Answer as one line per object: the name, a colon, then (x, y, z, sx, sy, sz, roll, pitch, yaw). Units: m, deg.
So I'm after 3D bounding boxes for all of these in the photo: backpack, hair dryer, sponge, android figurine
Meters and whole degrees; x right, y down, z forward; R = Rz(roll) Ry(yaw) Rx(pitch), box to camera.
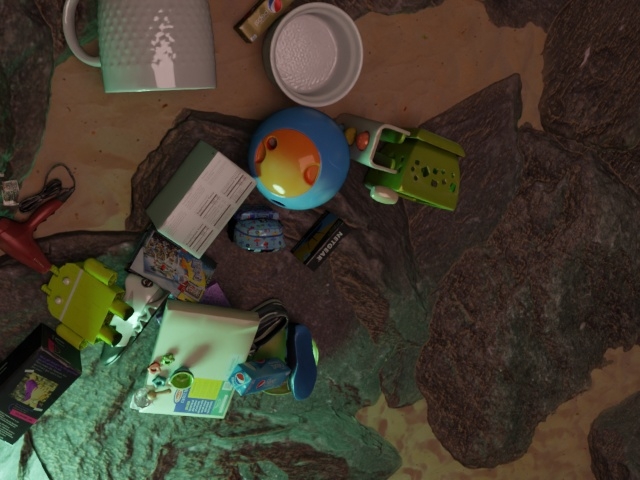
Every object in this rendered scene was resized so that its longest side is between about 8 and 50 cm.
backpack: (-0.181, -0.031, 1.886, 0.158, 0.173, 0.117, 0, 107, -23)
hair dryer: (-0.750, -0.048, 1.682, 0.223, 0.080, 0.294, -5, 109, -23)
sponge: (-0.380, 0.222, 1.962, 0.210, 0.031, 0.117, -31, 117, -12)
android figurine: (-0.635, 0.165, 1.737, 0.273, 0.056, 0.248, 32, 104, 12)

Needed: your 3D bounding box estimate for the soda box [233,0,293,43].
soda box: (-0.152, -0.625, 1.765, 0.181, 0.061, 0.058, -46, 118, -3)

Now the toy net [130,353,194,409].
toy net: (-0.482, 0.430, 1.879, 0.232, 0.045, 0.122, -39, 123, 13)

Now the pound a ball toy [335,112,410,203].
pound a ball toy: (0.124, -0.247, 1.866, 0.135, 0.319, 0.208, 13, 101, -27)

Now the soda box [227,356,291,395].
soda box: (-0.183, 0.412, 1.969, 0.067, 0.071, 0.210, -58, 152, 14)

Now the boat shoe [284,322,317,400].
boat shoe: (-0.065, 0.385, 2.086, 0.109, 0.089, 0.258, -4, 104, -33)

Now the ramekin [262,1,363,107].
ramekin: (-0.030, -0.522, 1.812, 0.277, 0.135, 0.277, -7, 110, -21)

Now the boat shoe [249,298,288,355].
boat shoe: (-0.235, 0.306, 2.015, 0.319, 0.099, 0.116, -36, 121, -8)

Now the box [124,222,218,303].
box: (-0.423, 0.075, 1.847, 0.233, 0.044, 0.159, 38, 58, -29)

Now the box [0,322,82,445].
box: (-0.800, 0.387, 1.754, 0.270, 0.165, 0.143, -46, 118, -4)

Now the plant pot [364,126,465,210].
plant pot: (0.303, -0.231, 2.012, 0.227, 0.228, 0.207, 15, 93, -27)

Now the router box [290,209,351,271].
router box: (0.000, 0.000, 1.999, 0.179, 0.133, 0.046, -49, 120, -3)

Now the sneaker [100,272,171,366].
sneaker: (-0.560, 0.216, 1.817, 0.146, 0.122, 0.330, 36, 115, -6)

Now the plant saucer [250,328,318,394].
plant saucer: (-0.123, 0.395, 2.130, 0.241, 0.037, 0.241, -8, 111, -21)

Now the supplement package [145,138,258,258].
supplement package: (-0.332, -0.121, 1.772, 0.145, 0.204, 0.262, 38, 89, -30)

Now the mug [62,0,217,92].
mug: (-0.449, -0.532, 1.573, 0.374, 0.276, 0.328, 0, 104, 8)

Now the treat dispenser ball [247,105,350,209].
treat dispenser ball: (-0.061, -0.230, 1.808, 0.288, 0.288, 0.288, -8, 110, -22)

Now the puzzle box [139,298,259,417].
puzzle box: (-0.369, 0.365, 1.925, 0.272, 0.052, 0.409, 11, 119, -21)
